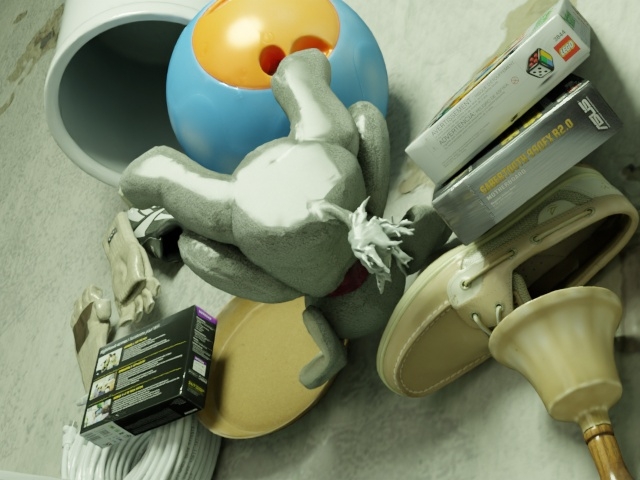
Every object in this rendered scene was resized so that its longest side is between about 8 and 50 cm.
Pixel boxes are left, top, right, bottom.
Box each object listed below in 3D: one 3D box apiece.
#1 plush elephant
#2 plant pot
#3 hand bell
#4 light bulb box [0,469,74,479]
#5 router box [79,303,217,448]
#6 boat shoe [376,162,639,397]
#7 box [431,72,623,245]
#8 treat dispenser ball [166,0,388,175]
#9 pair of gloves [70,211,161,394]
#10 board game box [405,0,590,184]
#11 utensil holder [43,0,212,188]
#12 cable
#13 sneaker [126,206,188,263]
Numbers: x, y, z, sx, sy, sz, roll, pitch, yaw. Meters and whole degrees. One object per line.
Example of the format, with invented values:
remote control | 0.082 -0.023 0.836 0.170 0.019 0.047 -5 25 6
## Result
plush elephant | 0.000 0.000 1.218 0.272 0.255 0.330 -40 55 -14
plant pot | -0.057 0.139 1.359 0.236 0.032 0.236 -22 45 24
hand bell | 0.238 0.171 0.941 0.126 0.126 0.242 -37 48 26
light bulb box | -0.413 0.443 1.199 0.225 0.361 0.358 -33 54 30
router box | -0.214 0.170 1.391 0.179 0.046 0.133 -24 43 31
boat shoe | 0.180 0.055 1.098 0.302 0.109 0.098 -43 33 8
box | 0.201 -0.089 1.125 0.183 0.056 0.231 -38 4 13
treat dispenser ball | -0.056 -0.192 1.452 0.288 0.288 0.288 -33 39 31
pair of gloves | -0.320 0.103 1.720 0.240 0.042 0.204 -61 34 22
board game box | 0.197 -0.167 1.183 0.193 0.053 0.305 -41 3 20
utensil holder | -0.261 -0.312 1.801 0.327 0.327 0.385 -40 33 22
cable | -0.235 0.283 1.440 0.257 0.089 0.257 -30 40 31
sneaker | -0.248 -0.008 1.728 0.234 0.078 0.106 -20 44 40
